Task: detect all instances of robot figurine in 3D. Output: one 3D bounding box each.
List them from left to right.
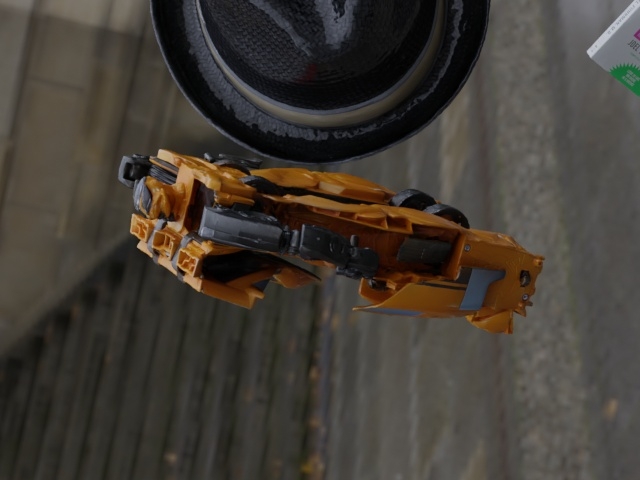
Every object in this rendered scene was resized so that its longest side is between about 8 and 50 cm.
[{"bbox_3d":[0.000,0.000,1.180,0.211,0.291,0.085,30,109,57],"label":"robot figurine"}]

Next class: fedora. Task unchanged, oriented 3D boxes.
[{"bbox_3d":[-0.014,-0.237,1.443,0.152,0.334,0.334,50,-130,-73],"label":"fedora"}]

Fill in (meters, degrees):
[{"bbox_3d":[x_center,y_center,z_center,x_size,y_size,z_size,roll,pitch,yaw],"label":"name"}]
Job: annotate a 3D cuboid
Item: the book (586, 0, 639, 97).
[{"bbox_3d":[0.350,-0.213,1.691,0.144,0.096,0.035,-48,24,18],"label":"book"}]
